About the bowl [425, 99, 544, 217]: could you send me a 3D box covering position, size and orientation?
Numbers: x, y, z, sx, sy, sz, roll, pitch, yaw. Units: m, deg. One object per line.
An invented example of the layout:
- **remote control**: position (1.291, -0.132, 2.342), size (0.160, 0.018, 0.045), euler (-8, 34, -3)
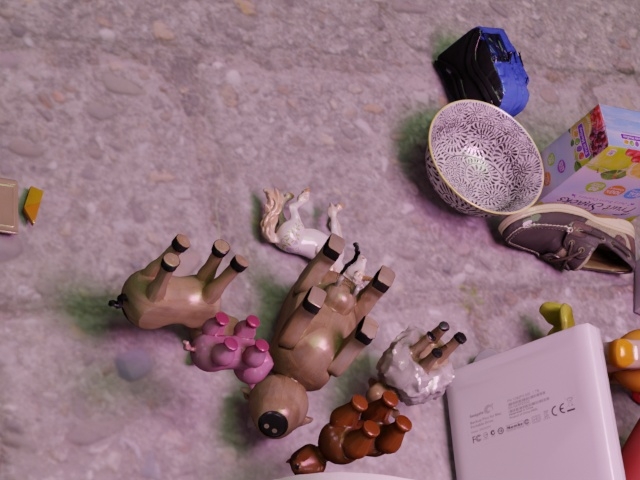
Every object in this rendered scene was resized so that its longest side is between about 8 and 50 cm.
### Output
- **bowl**: position (0.197, -0.091, 1.978), size (0.170, 0.080, 0.170), euler (13, 58, -21)

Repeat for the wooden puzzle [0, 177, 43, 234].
- **wooden puzzle**: position (-0.358, -0.039, 1.646), size (0.116, 0.014, 0.078), euler (16, 52, -25)

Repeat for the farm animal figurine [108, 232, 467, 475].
- **farm animal figurine**: position (-0.042, 0.118, 1.669), size (0.330, 0.172, 0.327), euler (43, 37, 6)

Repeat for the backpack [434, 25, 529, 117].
- **backpack**: position (0.232, -0.217, 2.064), size (0.101, 0.098, 0.120), euler (-2, 65, -37)

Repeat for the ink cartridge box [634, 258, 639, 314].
- **ink cartridge box**: position (0.553, 0.070, 2.068), size (0.208, 0.153, 0.086), euler (22, 55, -20)

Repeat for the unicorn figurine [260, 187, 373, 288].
- **unicorn figurine**: position (0.000, 0.000, 1.827), size (0.162, 0.060, 0.111), euler (13, 57, -7)

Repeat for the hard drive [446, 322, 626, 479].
- **hard drive**: position (0.247, 0.268, 1.731), size (0.040, 0.203, 0.307), euler (26, 50, -45)

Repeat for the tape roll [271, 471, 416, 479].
- **tape roll**: position (0.044, 0.332, 1.513), size (0.286, 0.286, 0.100), euler (20, 55, -22)

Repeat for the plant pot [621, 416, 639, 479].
- **plant pot**: position (0.451, 0.323, 1.804), size (0.275, 0.275, 0.243), euler (38, 41, -8)

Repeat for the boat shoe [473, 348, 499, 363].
- **boat shoe**: position (0.217, 0.202, 1.855), size (0.040, 0.049, 0.142), euler (37, 39, -55)

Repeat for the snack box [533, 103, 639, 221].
- **snack box**: position (0.376, -0.089, 2.010), size (0.175, 0.207, 0.070), euler (7, 61, -28)

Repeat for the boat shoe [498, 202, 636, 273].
- **boat shoe**: position (0.336, 0.004, 2.016), size (0.224, 0.080, 0.073), euler (7, 55, -34)

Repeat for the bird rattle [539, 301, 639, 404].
- **bird rattle**: position (0.394, 0.163, 1.895), size (0.254, 0.207, 0.143), euler (13, 76, -15)
